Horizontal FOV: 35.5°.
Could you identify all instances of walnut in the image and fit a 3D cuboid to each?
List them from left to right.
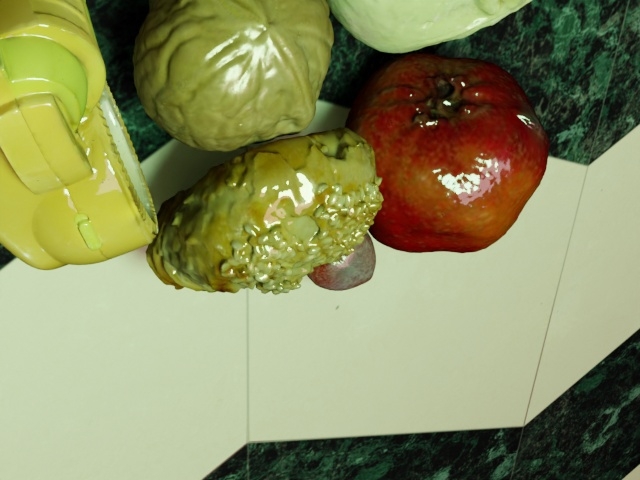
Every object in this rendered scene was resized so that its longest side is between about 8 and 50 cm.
[{"bbox_3d":[-0.090,-0.197,1.055,0.228,0.228,0.228,-22,134,-24],"label":"walnut"}]

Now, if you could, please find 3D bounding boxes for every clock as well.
[{"bbox_3d":[-0.277,-0.108,0.981,0.200,0.244,0.317,-21,142,1],"label":"clock"}]

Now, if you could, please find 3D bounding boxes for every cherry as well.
[{"bbox_3d":[0.000,0.000,1.402,0.107,0.090,0.225,-41,131,13],"label":"cherry"}]

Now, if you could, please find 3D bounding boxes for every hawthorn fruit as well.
[{"bbox_3d":[0.156,-0.100,1.324,0.265,0.265,0.307,-36,156,-10],"label":"hawthorn fruit"}]

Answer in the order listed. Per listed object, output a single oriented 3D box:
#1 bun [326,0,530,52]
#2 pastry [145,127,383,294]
[{"bbox_3d":[0.171,-0.363,1.140,0.361,0.213,0.361,-23,137,-23],"label":"bun"},{"bbox_3d":[-0.061,-0.018,1.176,0.255,0.311,0.161,-23,91,-30],"label":"pastry"}]
